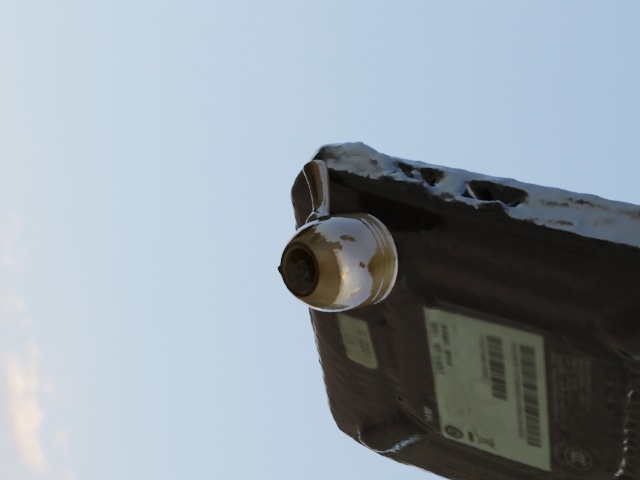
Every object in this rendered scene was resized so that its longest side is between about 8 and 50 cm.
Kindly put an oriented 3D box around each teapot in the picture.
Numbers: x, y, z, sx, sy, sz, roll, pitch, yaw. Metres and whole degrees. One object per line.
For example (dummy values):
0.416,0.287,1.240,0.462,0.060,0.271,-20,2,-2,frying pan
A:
0.000,0.000,0.934,0.085,0.080,0.110,-37,-110,42,teapot

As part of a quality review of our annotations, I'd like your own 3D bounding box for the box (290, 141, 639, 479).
0.152,0.091,1.039,0.350,0.091,0.359,14,-41,23,box
